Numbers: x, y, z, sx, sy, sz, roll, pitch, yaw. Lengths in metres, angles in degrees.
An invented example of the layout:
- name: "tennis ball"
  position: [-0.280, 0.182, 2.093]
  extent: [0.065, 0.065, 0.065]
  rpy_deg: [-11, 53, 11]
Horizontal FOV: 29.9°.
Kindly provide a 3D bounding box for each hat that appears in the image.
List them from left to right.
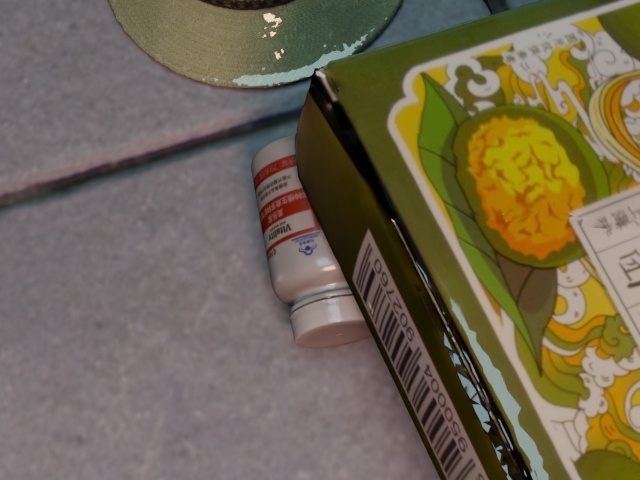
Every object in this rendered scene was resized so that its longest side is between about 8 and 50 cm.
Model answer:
- name: "hat"
  position: [-0.052, -0.257, 0.909]
  extent: [0.257, 0.130, 0.257]
  rpy_deg: [-1, 70, 3]

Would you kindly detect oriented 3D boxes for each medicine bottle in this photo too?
- name: "medicine bottle"
  position: [0.000, 0.000, 0.841]
  extent: [0.079, 0.079, 0.140]
  rpy_deg: [-10, 70, -1]

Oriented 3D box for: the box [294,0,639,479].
- name: "box"
  position: [0.239, 0.018, 0.748]
  extent: [0.420, 0.138, 0.373]
  rpy_deg: [-18, 69, -18]
